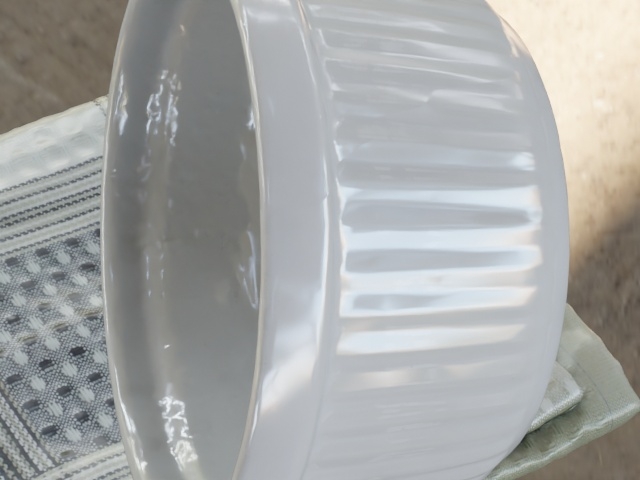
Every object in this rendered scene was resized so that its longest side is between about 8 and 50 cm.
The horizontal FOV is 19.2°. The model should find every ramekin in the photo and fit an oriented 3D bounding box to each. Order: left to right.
[{"bbox_3d":[0.000,0.000,0.644,0.109,0.207,0.207,0,64,-20],"label":"ramekin"}]

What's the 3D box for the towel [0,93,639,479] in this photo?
[{"bbox_3d":[-0.046,0.028,0.959,0.324,0.056,0.312,-20,50,-26],"label":"towel"}]
